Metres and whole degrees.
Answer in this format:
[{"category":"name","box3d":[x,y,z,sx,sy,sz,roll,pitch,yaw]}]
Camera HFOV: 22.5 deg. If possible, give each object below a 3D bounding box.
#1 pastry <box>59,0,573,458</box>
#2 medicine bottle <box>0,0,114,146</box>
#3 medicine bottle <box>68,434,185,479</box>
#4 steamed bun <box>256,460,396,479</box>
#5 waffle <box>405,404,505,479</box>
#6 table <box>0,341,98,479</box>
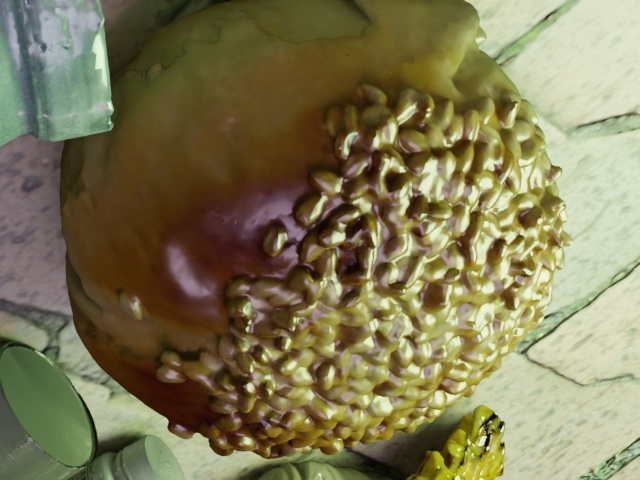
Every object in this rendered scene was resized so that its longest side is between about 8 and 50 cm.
[{"category":"pastry","box3d":[0.000,0.000,1.197,0.410,0.245,0.409,-13,138,-12]},{"category":"medicine bottle","box3d":[-0.280,-0.133,0.935,0.290,0.245,0.245,-13,139,-13]},{"category":"medicine bottle","box3d":[-0.196,0.242,1.507,0.130,0.080,0.080,-33,139,13]},{"category":"steamed bun","box3d":[-0.014,0.331,1.636,0.211,0.144,0.218,-40,136,21]},{"category":"waffle","box3d":[0.125,0.291,1.630,0.228,0.051,0.231,-56,153,-29]},{"category":"table","box3d":[-0.314,0.196,1.369,0.220,0.126,0.126,-34,138,15]}]
